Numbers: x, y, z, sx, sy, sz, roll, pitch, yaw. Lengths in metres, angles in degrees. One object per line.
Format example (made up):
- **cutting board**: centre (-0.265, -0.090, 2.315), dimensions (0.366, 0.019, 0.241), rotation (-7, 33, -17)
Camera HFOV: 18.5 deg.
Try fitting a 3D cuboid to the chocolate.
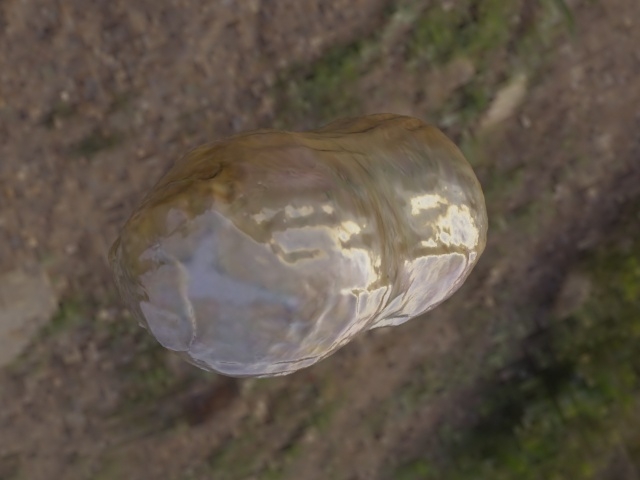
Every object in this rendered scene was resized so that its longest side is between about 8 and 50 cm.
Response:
- **chocolate**: centre (0.000, 0.000, 1.075), dimensions (0.134, 0.134, 0.309), rotation (-38, 167, 27)
